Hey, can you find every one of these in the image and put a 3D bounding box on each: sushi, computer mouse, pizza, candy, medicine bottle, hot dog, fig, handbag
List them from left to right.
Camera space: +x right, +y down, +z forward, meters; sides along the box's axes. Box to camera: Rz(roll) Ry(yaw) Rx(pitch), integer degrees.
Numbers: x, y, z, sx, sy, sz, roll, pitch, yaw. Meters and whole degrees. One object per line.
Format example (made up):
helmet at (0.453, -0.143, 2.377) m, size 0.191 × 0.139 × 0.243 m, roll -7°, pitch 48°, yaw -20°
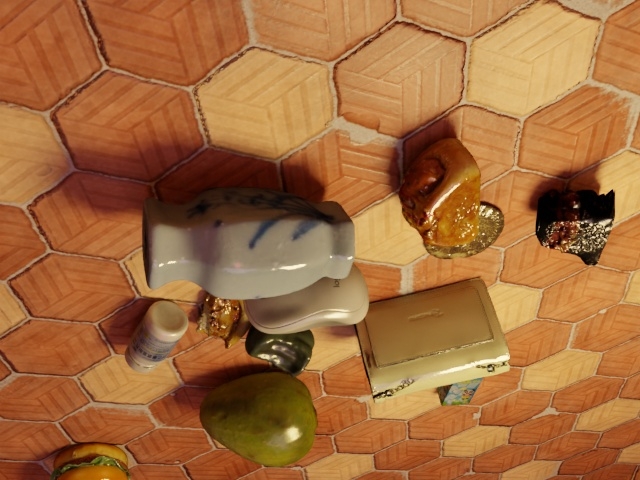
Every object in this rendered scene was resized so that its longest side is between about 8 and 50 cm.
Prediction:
medicine bottle at (-0.400, 0.235, 1.850) m, size 0.102 × 0.103 × 0.187 m, roll 14°, pitch 134°, yaw -29°
pizza at (-0.227, 0.183, 1.871) m, size 0.134 × 0.056 × 0.271 m, roll -1°, pitch 140°, yaw -27°
fig at (-0.169, 0.488, 2.108) m, size 0.326 × 0.258 × 0.258 m, roll 7°, pitch 139°, yaw -3°
computer mouse at (-0.025, 0.121, 1.750) m, size 0.296 × 0.184 × 0.121 m, roll 2°, pitch 156°, yaw -16°
handbag at (0.281, 0.265, 1.966) m, size 0.358 × 0.237 × 0.160 m, roll -13°, pitch 139°, yaw 1°
hot dog at (0.246, -0.085, 1.607) m, size 0.153 × 0.150 × 0.257 m, roll -20°, pitch 142°, yaw -5°
candy at (0.431, 0.434, 2.351) m, size 0.097 × 0.062 × 0.195 m, roll -2°, pitch 140°, yaw -12°
sushi at (0.572, -0.044, 1.748) m, size 0.150 × 0.153 × 0.172 m, roll 5°, pitch 164°, yaw 7°

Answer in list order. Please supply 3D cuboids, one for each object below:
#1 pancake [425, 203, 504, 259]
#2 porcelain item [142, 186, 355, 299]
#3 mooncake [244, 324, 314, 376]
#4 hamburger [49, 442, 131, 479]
pancake at (0.341, -0.017, 1.809) m, size 0.199 × 0.021 × 0.199 m, roll -8°, pitch 141°, yaw -6°
porcelain item at (-0.145, 0.003, 1.529) m, size 0.405 × 0.242 × 0.179 m, roll 0°, pitch 115°, yaw -18°
mooncake at (-0.100, 0.257, 1.911) m, size 0.175 × 0.168 × 0.104 m, roll 4°, pitch 140°, yaw -43°
hamburger at (-0.696, 0.731, 2.321) m, size 0.246 × 0.170 × 0.246 m, roll -8°, pitch 144°, yaw -6°
